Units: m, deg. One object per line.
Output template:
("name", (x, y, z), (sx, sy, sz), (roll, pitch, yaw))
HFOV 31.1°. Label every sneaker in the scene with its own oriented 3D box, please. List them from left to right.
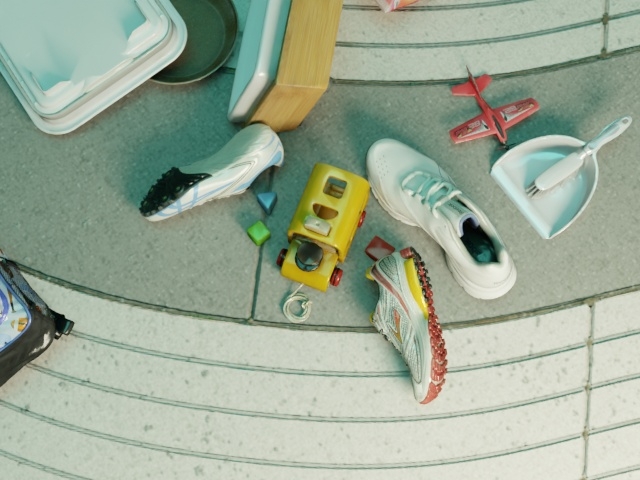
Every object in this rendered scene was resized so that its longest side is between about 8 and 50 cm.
("sneaker", (-0.161, -0.088, 1.726), (0.237, 0.086, 0.085), (-29, 38, 4))
("sneaker", (0.125, 0.127, 1.661), (0.092, 0.088, 0.225), (-17, 72, 16))
("sneaker", (0.181, -0.049, 1.682), (0.111, 0.129, 0.297), (-43, 76, -10))

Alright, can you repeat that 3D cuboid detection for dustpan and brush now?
("dustpan and brush", (0.383, -0.119, 1.737), (0.211, 0.060, 0.147), (-35, 75, -10))

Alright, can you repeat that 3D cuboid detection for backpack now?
("backpack", (-0.540, 0.095, 1.610), (0.276, 0.213, 0.263), (-38, 65, -8))

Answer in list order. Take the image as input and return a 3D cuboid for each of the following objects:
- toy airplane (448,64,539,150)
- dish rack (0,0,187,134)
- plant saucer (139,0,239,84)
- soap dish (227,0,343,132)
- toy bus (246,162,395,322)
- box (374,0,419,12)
("toy airplane", (0.255, -0.203, 1.781), (0.151, 0.028, 0.151), (0, 72, -1))
("dish rack", (-0.397, -0.360, 1.789), (0.285, 0.072, 0.333), (-35, 73, -2))
("plant saucer", (-0.227, -0.331, 1.821), (0.198, 0.036, 0.199), (0, 73, 0))
("soap dish", (-0.044, -0.316, 1.726), (0.118, 0.229, 0.291), (15, 72, -13))
("toy bus", (-0.001, -0.012, 1.683), (0.191, 0.104, 0.202), (-24, 74, -7))
("box", (0.090, -0.524, 1.799), (0.154, 0.142, 0.300), (-26, 72, -35))
